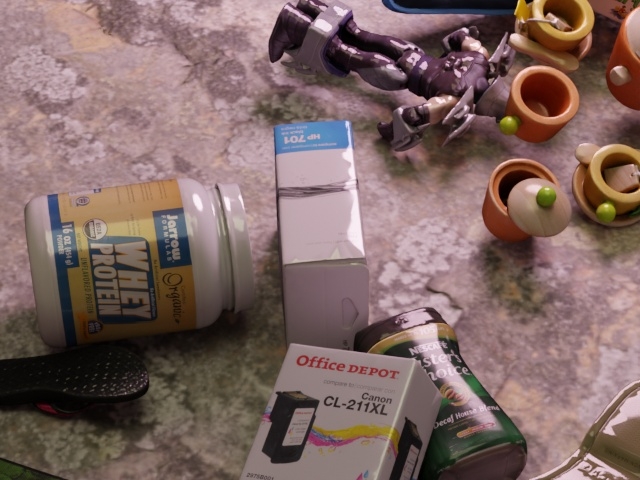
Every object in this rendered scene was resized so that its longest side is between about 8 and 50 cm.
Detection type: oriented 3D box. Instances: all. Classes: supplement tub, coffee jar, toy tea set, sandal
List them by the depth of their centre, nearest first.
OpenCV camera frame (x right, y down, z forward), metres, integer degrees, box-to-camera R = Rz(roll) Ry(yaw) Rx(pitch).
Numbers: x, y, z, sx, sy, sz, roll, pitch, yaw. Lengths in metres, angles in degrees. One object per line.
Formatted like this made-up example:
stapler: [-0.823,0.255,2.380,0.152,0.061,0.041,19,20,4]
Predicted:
coffee jar: [0.102,0.143,1.465,0.096,0.079,0.184,-17,47,-17]
sandal: [-0.237,0.133,1.505,0.179,0.040,0.067,-4,38,16]
supplement tub: [-0.169,0.018,1.539,0.199,0.144,0.144,-8,46,-8]
toy tea set: [0.278,-0.136,1.672,0.200,0.124,0.336,19,61,-2]

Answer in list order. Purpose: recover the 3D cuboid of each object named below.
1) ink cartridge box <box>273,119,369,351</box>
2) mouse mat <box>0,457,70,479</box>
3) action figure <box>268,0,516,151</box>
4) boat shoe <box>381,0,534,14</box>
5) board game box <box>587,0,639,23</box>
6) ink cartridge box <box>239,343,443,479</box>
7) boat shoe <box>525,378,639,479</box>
ink cartridge box: [0.000,0.000,1.563,0.082,0.140,0.191,-2,45,-1]
mouse mat: [-0.313,0.241,1.412,0.189,0.007,0.153,15,47,15]
action figure: [0.092,-0.186,1.789,0.285,0.099,0.185,24,42,16]
boat shoe: [0.197,-0.302,1.870,0.258,0.089,0.109,-5,14,-26]
board game box: [0.363,-0.314,1.867,0.305,0.053,0.193,22,44,-13]
ink cartridge box: [0.012,0.182,1.375,0.127,0.072,0.175,5,61,29]
boat shoe: [0.213,0.240,1.352,0.302,0.103,0.113,-34,50,-29]
